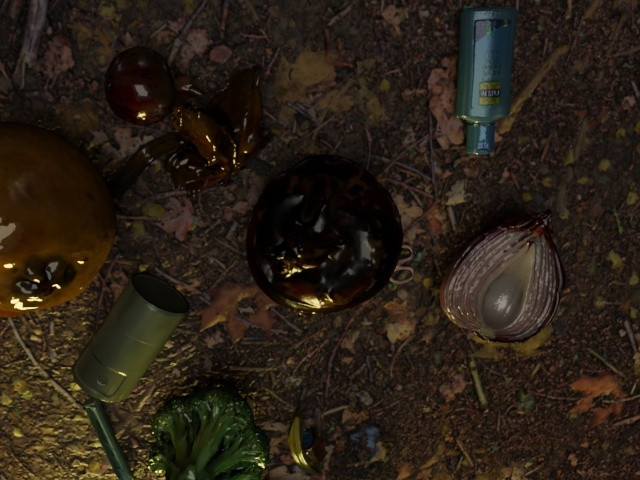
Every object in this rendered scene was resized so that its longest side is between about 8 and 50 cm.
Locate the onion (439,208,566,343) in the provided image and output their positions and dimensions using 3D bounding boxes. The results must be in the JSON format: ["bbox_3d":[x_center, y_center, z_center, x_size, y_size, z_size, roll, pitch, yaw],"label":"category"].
[{"bbox_3d":[0.364,0.055,1.187,0.227,0.120,0.283,23,107,-10],"label":"onion"}]

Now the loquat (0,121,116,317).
[{"bbox_3d":[-0.495,-0.030,0.976,0.328,0.328,0.328,-2,107,-5],"label":"loquat"}]

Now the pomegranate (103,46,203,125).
[{"bbox_3d":[-0.286,-0.253,1.034,0.159,0.129,0.129,20,104,-20],"label":"pomegranate"}]

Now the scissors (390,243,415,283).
[{"bbox_3d":[0.104,0.054,1.215,0.176,0.022,0.085,-6,112,-7],"label":"scissors"}]

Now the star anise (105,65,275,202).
[{"bbox_3d":[-0.222,-0.159,1.042,0.346,0.237,0.148,-29,75,14],"label":"star anise"}]

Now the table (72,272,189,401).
[{"bbox_3d":[-0.361,0.184,1.157,0.126,0.126,0.220,33,102,-14],"label":"table"}]

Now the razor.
[{"bbox_3d":[-0.435,0.455,1.279,0.111,0.056,0.278,-17,101,-2],"label":"razor"}]

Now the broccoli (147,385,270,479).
[{"bbox_3d":[-0.226,0.413,1.168,0.254,0.269,0.269,9,107,8],"label":"broccoli"}]

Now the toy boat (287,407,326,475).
[{"bbox_3d":[-0.030,0.433,1.297,0.066,0.065,0.172,-15,114,13],"label":"toy boat"}]

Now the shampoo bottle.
[{"bbox_3d":[0.299,-0.288,1.108,0.104,0.061,0.258,-3,108,-3],"label":"shampoo bottle"}]

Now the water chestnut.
[{"bbox_3d":[0.000,0.000,1.060,0.300,0.300,0.300,-2,107,-5],"label":"water chestnut"}]
